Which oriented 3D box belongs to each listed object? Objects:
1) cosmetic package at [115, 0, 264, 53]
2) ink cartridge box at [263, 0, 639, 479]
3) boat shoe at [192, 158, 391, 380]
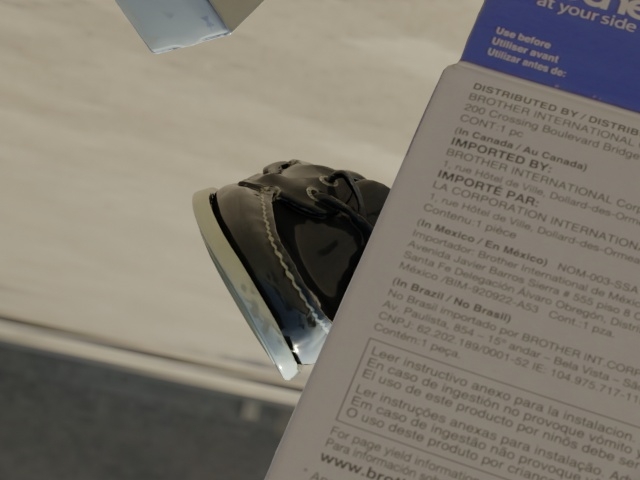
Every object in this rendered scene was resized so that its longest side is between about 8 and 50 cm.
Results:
[{"bbox_3d":[-0.029,-0.129,0.776,0.060,0.115,0.041,-7,125,51],"label":"cosmetic package"},{"bbox_3d":[0.086,0.066,0.499,0.185,0.311,0.065,18,145,9],"label":"ink cartridge box"},{"bbox_3d":[0.002,0.004,1.194,0.113,0.127,0.340,-27,178,4],"label":"boat shoe"}]
